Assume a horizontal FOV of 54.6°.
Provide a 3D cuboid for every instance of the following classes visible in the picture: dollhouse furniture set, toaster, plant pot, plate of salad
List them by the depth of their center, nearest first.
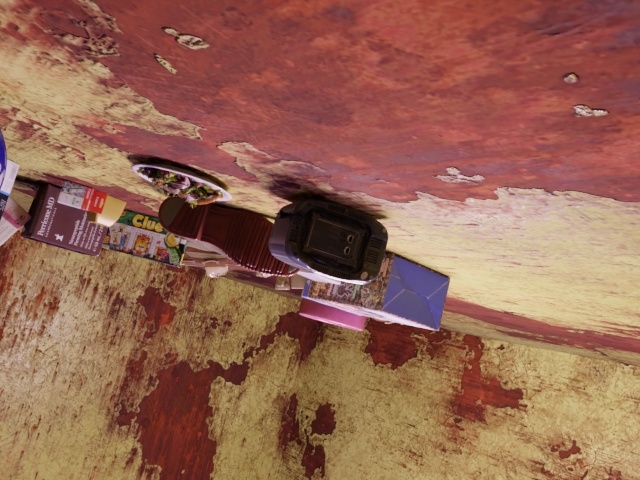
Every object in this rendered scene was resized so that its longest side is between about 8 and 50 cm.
[{"bbox_3d":[0.000,0.000,1.135,0.227,0.129,0.146,17,173,-21],"label":"toaster"},{"bbox_3d":[-0.271,-0.102,1.204,0.200,0.048,0.200,15,172,2],"label":"plate of salad"},{"bbox_3d":[-0.092,0.067,1.728,0.151,0.144,0.123,-2,173,11],"label":"dollhouse furniture set"},{"bbox_3d":[-0.617,-0.084,1.762,0.081,0.083,0.081,6,168,44],"label":"plant pot"},{"bbox_3d":[0.052,0.159,1.848,0.201,0.180,0.201,14,171,2],"label":"plant pot"}]

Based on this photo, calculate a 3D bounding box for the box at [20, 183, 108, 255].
[{"bbox_3d":[-0.773,-0.059,1.896,0.203,0.168,0.167,20,170,-34],"label":"box"}]

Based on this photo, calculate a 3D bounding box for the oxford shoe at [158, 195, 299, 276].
[{"bbox_3d":[-0.198,-0.013,1.446,0.348,0.123,0.130,25,175,3],"label":"oxford shoe"}]

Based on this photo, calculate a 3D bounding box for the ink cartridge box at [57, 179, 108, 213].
[{"bbox_3d":[-0.640,-0.116,1.670,0.115,0.063,0.029,17,173,-14],"label":"ink cartridge box"}]

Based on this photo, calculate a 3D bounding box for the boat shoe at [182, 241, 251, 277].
[{"bbox_3d":[-0.378,0.078,2.247,0.324,0.120,0.122,14,171,7],"label":"boat shoe"}]

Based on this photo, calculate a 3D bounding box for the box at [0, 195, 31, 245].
[{"bbox_3d":[-0.988,-0.108,1.807,0.148,0.127,0.232,4,139,54],"label":"box"}]

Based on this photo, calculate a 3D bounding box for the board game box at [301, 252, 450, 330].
[{"bbox_3d":[0.140,0.122,1.598,0.232,0.141,0.291,22,168,-39],"label":"board game box"}]

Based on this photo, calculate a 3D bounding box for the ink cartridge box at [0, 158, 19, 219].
[{"bbox_3d":[-0.958,-0.161,1.589,0.333,0.165,0.065,14,172,7],"label":"ink cartridge box"}]

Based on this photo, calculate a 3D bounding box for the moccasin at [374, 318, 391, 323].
[{"bbox_3d":[0.237,0.190,1.942,0.147,0.139,0.380,22,163,14],"label":"moccasin"}]

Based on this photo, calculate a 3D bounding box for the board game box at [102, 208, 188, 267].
[{"bbox_3d":[-0.539,-0.011,1.919,0.260,0.136,0.030,13,167,6],"label":"board game box"}]

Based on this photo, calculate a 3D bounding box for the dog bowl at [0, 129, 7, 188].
[{"bbox_3d":[-0.606,-0.128,0.895,0.265,0.265,0.104,17,172,-13],"label":"dog bowl"}]

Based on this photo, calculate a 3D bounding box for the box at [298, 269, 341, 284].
[{"bbox_3d":[-0.001,0.041,1.463,0.087,0.101,0.102,6,167,43],"label":"box"}]
